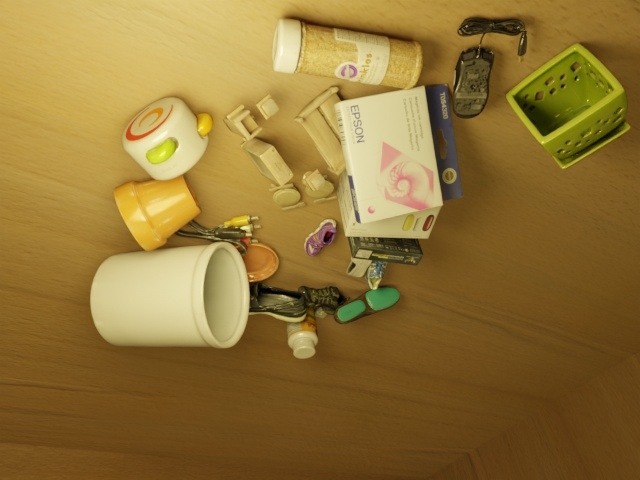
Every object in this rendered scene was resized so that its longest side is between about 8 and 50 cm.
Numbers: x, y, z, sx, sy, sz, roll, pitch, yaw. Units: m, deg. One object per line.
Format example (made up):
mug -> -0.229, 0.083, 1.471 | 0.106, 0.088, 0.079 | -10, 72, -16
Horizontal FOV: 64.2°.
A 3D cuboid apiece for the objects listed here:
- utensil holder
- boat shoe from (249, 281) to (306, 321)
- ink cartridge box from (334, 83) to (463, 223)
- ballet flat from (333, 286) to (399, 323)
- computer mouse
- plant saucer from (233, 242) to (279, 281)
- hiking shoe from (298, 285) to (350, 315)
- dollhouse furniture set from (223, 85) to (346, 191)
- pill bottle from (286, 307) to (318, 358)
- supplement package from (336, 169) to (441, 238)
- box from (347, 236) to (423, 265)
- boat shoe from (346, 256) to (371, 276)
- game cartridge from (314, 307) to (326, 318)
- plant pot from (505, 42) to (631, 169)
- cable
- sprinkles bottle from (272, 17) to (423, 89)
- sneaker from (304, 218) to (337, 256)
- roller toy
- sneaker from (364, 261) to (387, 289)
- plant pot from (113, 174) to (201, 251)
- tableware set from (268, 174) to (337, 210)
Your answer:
utensil holder -> -0.464, 0.181, 1.612 | 0.385, 0.328, 0.328 | -5, 138, 15
boat shoe -> -0.214, 0.206, 1.851 | 0.340, 0.127, 0.113 | 14, 128, 6
ink cartridge box -> 0.226, -0.236, 1.367 | 0.330, 0.071, 0.324 | -14, 101, -9
ballet flat -> 0.175, 0.254, 2.008 | 0.280, 0.095, 0.096 | -17, 164, -16
computer mouse -> 0.439, -0.457, 1.345 | 0.184, 0.060, 0.262 | -5, 125, 1
plant saucer -> -0.247, 0.070, 1.788 | 0.200, 0.037, 0.200 | -6, 137, -5
hiking shoe -> 0.011, 0.206, 1.954 | 0.114, 0.086, 0.227 | -42, 137, 19
dollhouse furniture set -> -0.042, -0.330, 1.407 | 0.355, 0.174, 0.303 | -42, 121, -8
pill bottle -> -0.072, 0.343, 1.973 | 0.117, 0.215, 0.117 | -5, 137, -5
supplement package -> 0.200, -0.128, 1.537 | 0.261, 0.204, 0.145 | 1, 135, -10
box -> 0.204, -0.013, 1.673 | 0.232, 0.183, 0.059 | 7, 135, -18
boat shoe -> 0.141, 0.066, 1.839 | 0.063, 0.066, 0.184 | 4, 145, -15
game cartridge -> 0.008, 0.285, 2.073 | 0.056, 0.017, 0.083 | 22, 128, -24
plant pot -> 0.683, -0.346, 1.387 | 0.227, 0.228, 0.207 | -35, 137, 24
cable -> -0.341, -0.024, 1.663 | 0.287, 0.072, 0.139 | 4, 122, -3
sprinkles bottle -> 0.065, -0.449, 1.239 | 0.355, 0.121, 0.121 | 3, 135, -14
sneaker -> 0.000, 0.000, 1.733 | 0.068, 0.071, 0.170 | 16, 132, -25
roller toy -> -0.391, -0.258, 1.311 | 0.191, 0.209, 0.146 | 7, 148, 36
sneaker -> 0.213, 0.093, 1.860 | 0.080, 0.081, 0.211 | 1, 134, -9
plant pot -> -0.457, -0.099, 1.476 | 0.188, 0.205, 0.205 | -26, 137, -6
tableware set -> -0.055, -0.159, 1.583 | 0.194, 0.039, 0.128 | -12, 149, 11
